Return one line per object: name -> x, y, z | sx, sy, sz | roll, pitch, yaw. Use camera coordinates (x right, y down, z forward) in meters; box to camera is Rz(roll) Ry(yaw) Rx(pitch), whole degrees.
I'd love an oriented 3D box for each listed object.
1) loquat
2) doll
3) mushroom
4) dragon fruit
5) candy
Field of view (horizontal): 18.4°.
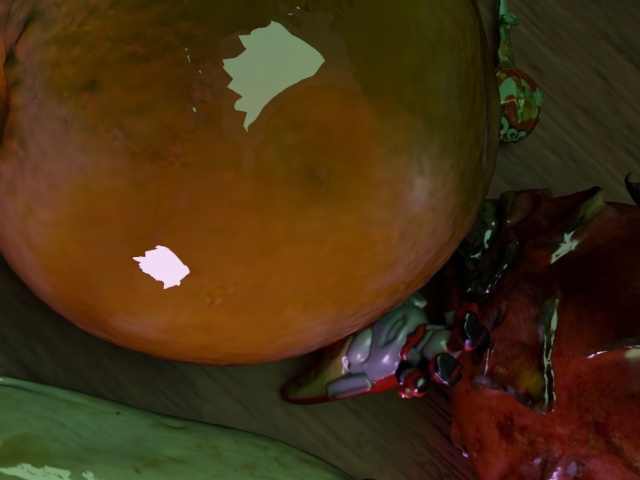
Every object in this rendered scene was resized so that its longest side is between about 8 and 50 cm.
loquat -> -0.055, -0.082, 1.184 | 0.328, 0.328, 0.328 | 3, 82, -19
doll -> 0.047, 0.068, 1.274 | 0.057, 0.169, 0.109 | 44, 70, -30
mushroom -> -0.090, 0.158, 1.254 | 0.312, 0.081, 0.100 | 18, 36, -16
dragon fruit -> 0.208, 0.108, 1.285 | 0.250, 0.250, 0.315 | -32, 53, -20
candy -> 0.131, -0.158, 1.405 | 0.055, 0.049, 0.184 | 14, 70, -47
